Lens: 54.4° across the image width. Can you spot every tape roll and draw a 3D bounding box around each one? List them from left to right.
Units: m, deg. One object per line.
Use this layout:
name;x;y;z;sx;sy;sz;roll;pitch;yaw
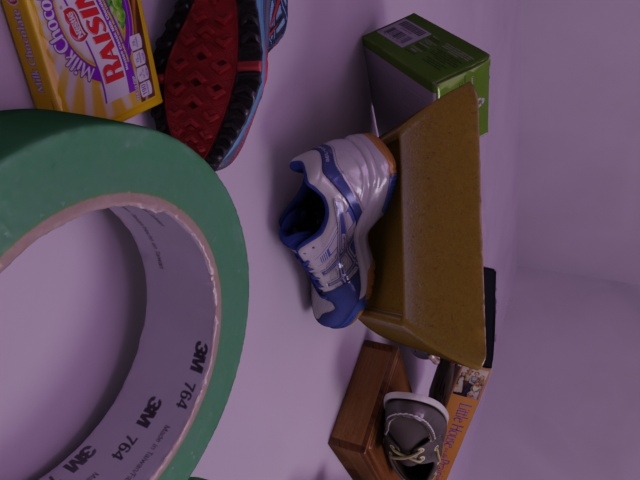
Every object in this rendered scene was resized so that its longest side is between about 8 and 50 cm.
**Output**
tape roll;-0.168;0.078;0.413;0.321;0.077;0.321;-38;135;-51

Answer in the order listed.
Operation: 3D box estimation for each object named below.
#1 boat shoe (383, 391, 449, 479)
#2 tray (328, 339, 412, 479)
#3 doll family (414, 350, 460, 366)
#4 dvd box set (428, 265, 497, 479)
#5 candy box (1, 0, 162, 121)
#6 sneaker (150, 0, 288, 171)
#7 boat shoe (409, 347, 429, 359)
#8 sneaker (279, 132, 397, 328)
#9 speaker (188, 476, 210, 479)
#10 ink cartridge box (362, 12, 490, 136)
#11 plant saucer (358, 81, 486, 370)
boat shoe;0.162;0.348;1.079;0.305;0.109;0.091;71;31;-54
tray;0.129;0.389;1.243;0.411;0.076;0.202;67;39;-50
doll family;0.151;0.128;1.081;0.263;0.118;0.163;58;1;13
dvd box set;0.292;0.302;1.347;0.307;0.062;0.420;-66;168;-53
candy box;-0.167;-0.176;0.419;0.105;0.027;0.205;-46;138;-48
sneaker;-0.067;-0.182;0.553;0.125;0.104;0.261;14;85;-69
boat shoe;0.241;0.111;1.361;0.105;0.113;0.306;72;20;-70
sneaker;0.000;0.000;0.801;0.131;0.112;0.296;-14;129;-27
speaker;-0.156;0.349;0.505;0.296;0.131;0.131;-54;145;-46
ink cartridge box;0.165;-0.188;0.963;0.097;0.189;0.255;-28;136;-12
plant saucer;0.107;-0.011;0.846;0.333;0.081;0.332;168;-80;-77
